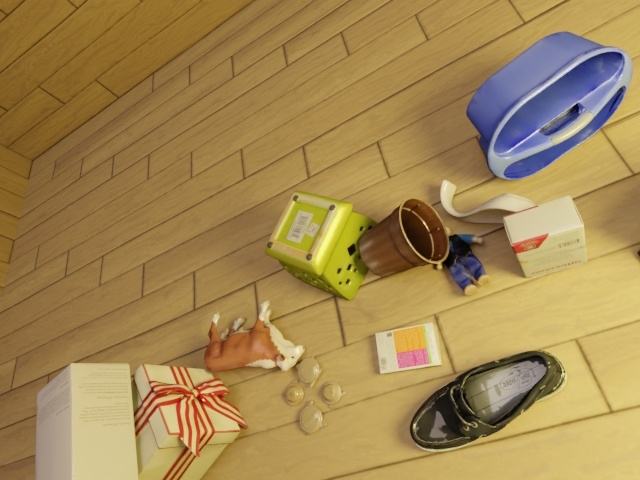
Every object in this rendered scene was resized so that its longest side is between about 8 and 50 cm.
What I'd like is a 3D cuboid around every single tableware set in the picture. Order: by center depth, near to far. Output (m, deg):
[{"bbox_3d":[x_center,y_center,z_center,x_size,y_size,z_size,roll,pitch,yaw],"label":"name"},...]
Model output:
[{"bbox_3d":[-0.024,0.388,1.107,0.141,0.020,0.169,-51,52,3],"label":"tableware set"}]

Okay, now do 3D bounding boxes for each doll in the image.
[{"bbox_3d":[0.331,0.035,1.039,0.129,0.046,0.189,-42,45,20],"label":"doll"}]

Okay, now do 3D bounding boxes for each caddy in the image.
[{"bbox_3d":[0.501,-0.284,0.969,0.341,0.241,0.179,-37,46,13],"label":"caddy"}]

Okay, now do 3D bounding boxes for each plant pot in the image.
[{"bbox_3d":[0.191,0.003,1.059,0.165,0.167,0.166,-31,50,45],"label":"plant pot"},{"bbox_3d":[0.000,0.000,1.165,0.227,0.207,0.228,19,79,37],"label":"plant pot"}]

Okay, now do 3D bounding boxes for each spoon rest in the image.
[{"bbox_3d":[0.390,-0.072,1.019,0.276,0.137,0.084,29,98,53],"label":"spoon rest"}]

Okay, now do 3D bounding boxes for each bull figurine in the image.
[{"bbox_3d":[-0.192,0.280,1.217,0.311,0.101,0.188,-14,54,21],"label":"bull figurine"}]

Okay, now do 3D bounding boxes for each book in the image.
[{"bbox_3d":[0.203,0.253,1.022,0.144,0.035,0.096,-16,62,26],"label":"book"}]

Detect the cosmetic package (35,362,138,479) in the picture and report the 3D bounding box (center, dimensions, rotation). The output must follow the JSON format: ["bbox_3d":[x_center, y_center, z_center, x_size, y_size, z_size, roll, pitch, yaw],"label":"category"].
[{"bbox_3d":[-0.545,0.493,1.013,0.197,0.155,0.365,-35,58,27],"label":"cosmetic package"}]

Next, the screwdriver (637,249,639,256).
[{"bbox_3d":[0.664,0.080,0.819,0.024,0.025,0.169,-36,52,13],"label":"screwdriver"}]

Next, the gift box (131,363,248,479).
[{"bbox_3d":[-0.368,0.489,1.139,0.276,0.255,0.258,43,102,35],"label":"gift box"}]

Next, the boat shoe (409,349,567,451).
[{"bbox_3d":[0.315,0.316,0.866,0.340,0.113,0.127,-29,55,17],"label":"boat shoe"}]

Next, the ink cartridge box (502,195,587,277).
[{"bbox_3d":[0.459,0.000,0.894,0.128,0.175,0.072,-20,55,23],"label":"ink cartridge box"}]
